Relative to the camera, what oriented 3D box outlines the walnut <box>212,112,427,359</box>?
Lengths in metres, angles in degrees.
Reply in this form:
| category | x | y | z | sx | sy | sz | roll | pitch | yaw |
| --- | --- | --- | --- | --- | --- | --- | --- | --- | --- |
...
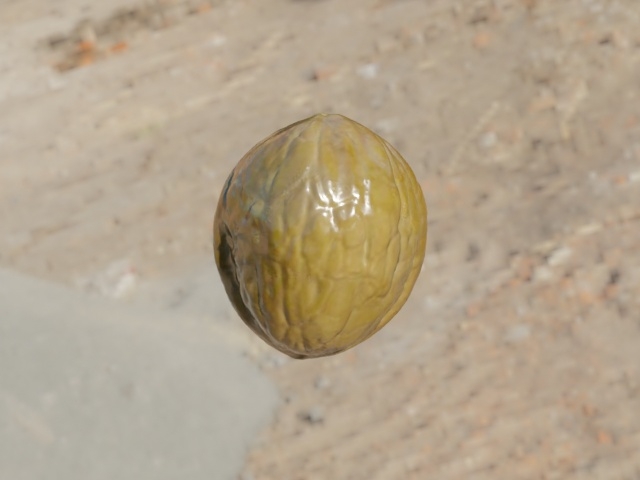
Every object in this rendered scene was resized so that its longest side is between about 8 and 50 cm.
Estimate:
| category | x | y | z | sx | sy | sz | roll | pitch | yaw |
| --- | --- | --- | --- | --- | --- | --- | --- | --- | --- |
| walnut | 0.000 | 0.000 | 0.900 | 0.105 | 0.124 | 0.105 | 12 | 11 | -2 |
